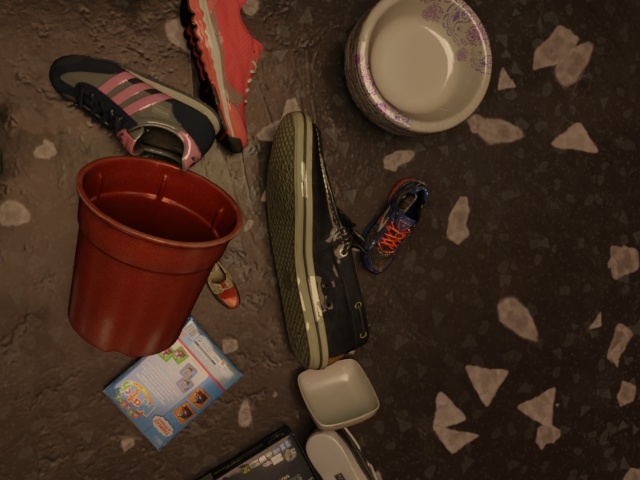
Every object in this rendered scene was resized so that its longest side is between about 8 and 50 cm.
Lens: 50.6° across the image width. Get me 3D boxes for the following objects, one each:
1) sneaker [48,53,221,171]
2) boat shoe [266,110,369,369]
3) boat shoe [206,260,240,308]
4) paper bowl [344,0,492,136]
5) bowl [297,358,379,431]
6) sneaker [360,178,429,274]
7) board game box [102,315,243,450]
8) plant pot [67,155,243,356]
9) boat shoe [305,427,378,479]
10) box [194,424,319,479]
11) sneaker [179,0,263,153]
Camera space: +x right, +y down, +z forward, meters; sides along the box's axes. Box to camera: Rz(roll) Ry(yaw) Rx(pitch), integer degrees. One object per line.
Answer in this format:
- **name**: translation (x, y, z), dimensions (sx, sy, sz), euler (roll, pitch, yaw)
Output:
- **sneaker**: translation (-0.343, -0.223, 1.192), dimensions (0.319, 0.112, 0.131), euler (19, 56, 0)
- **boat shoe**: translation (0.000, 0.000, 1.311), dimensions (0.156, 0.187, 0.499), euler (-12, 100, -21)
- **boat shoe**: translation (-0.197, 0.077, 1.323), dimensions (0.049, 0.043, 0.137), euler (-31, 101, -15)
- **paper bowl**: translation (0.186, -0.350, 1.364), dimensions (0.284, 0.148, 0.284), euler (-1, 92, -17)
- **bowl**: translation (0.033, 0.317, 1.363), dimensions (0.142, 0.142, 0.053), euler (-12, 135, -20)
- **sneaker**: translation (0.154, -0.032, 1.397), dimensions (0.083, 0.087, 0.221), euler (27, 84, -15)
- **board game box**: translation (-0.282, 0.272, 1.307), dimensions (0.211, 0.039, 0.160), euler (-41, 102, -12)
- **plant pot**: translation (-0.302, 0.037, 1.158), dimensions (0.273, 0.272, 0.265), euler (15, 118, -16)
- **boat shoe**: translation (0.074, 0.501, 1.386), dimensions (0.108, 0.102, 0.301), euler (-29, 93, 26)
- **box**: translation (-0.120, 0.510, 1.352), dimensions (0.233, 0.059, 0.183), euler (-28, 100, -14)
- **sneaker**: translation (-0.163, -0.325, 1.282), dimensions (0.136, 0.116, 0.313), euler (-16, 98, -19)
